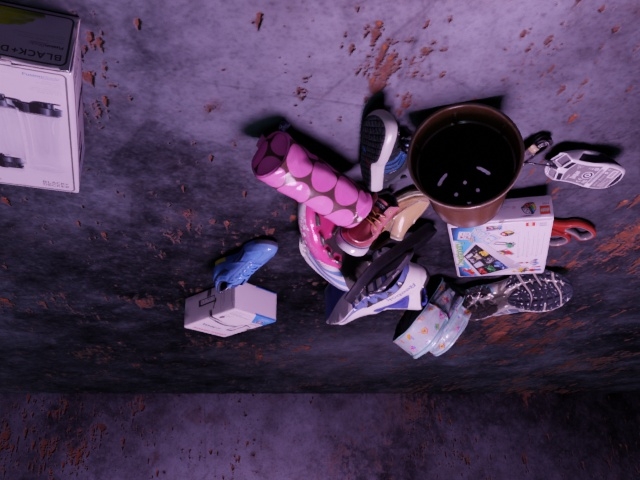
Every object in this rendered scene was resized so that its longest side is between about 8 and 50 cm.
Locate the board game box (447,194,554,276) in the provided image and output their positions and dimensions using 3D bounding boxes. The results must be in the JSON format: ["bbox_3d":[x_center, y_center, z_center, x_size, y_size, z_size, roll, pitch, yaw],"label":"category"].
[{"bbox_3d":[0.373,0.001,1.253,0.192,0.053,0.305,-3,157,15],"label":"board game box"}]

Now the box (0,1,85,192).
[{"bbox_3d":[-0.405,-0.179,0.799,0.169,0.087,0.290,6,154,-16],"label":"box"}]

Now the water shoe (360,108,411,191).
[{"bbox_3d":[0.110,-0.148,0.944,0.080,0.073,0.203,-18,162,-8],"label":"water shoe"}]

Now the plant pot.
[{"bbox_3d":[0.228,-0.103,0.942,0.166,0.167,0.165,-8,163,13],"label":"plant pot"}]

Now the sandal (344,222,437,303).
[{"bbox_3d":[0.151,0.047,1.187,0.254,0.054,0.097,-35,166,-27],"label":"sandal"}]

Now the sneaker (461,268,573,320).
[{"bbox_3d":[0.502,0.137,1.551,0.282,0.110,0.122,-11,171,24],"label":"sneaker"}]

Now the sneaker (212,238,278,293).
[{"bbox_3d":[-0.166,0.062,1.336,0.069,0.082,0.209,23,144,-38],"label":"sneaker"}]

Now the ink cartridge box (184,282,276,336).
[{"bbox_3d":[-0.238,0.182,1.577,0.203,0.086,0.148,-23,148,35],"label":"ink cartridge box"}]

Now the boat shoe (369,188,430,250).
[{"bbox_3d":[0.152,-0.033,1.165,0.068,0.072,0.190,10,152,-23],"label":"boat shoe"}]

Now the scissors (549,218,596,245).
[{"bbox_3d":[0.459,-0.043,1.234,0.297,0.021,0.109,22,151,-38],"label":"scissors"}]

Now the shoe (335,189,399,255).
[{"bbox_3d":[0.086,-0.037,1.065,0.063,0.178,0.081,36,117,8],"label":"shoe"}]

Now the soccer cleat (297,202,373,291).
[{"bbox_3d":[0.000,0.000,1.183,0.143,0.116,0.331,18,155,32],"label":"soccer cleat"}]

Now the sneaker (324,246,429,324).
[{"bbox_3d":[0.154,0.133,1.453,0.182,0.128,0.315,15,148,-28],"label":"sneaker"}]

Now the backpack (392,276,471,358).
[{"bbox_3d":[0.276,0.211,1.516,0.188,0.144,0.166,-41,173,-29],"label":"backpack"}]

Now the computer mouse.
[{"bbox_3d":[0.420,-0.131,1.019,0.192,0.042,0.106,10,148,-11],"label":"computer mouse"}]

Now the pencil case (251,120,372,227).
[{"bbox_3d":[-0.012,-0.098,0.972,0.209,0.098,0.095,32,95,-39],"label":"pencil case"}]
